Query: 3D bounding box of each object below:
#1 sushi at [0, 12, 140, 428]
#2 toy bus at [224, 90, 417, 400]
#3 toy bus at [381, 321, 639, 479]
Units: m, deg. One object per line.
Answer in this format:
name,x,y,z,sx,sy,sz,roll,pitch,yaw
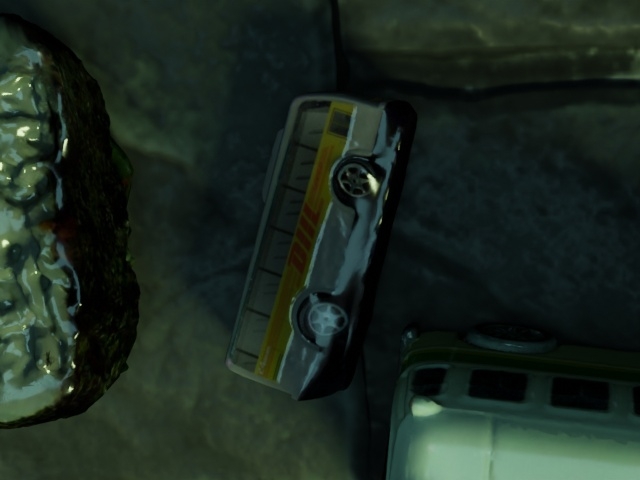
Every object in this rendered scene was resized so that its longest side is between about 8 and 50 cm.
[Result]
sushi,-0.172,-0.009,0.874,0.124,0.127,0.225,-7,91,10
toy bus,0.000,0.000,0.885,0.072,0.057,0.172,17,100,16
toy bus,0.166,0.130,0.820,0.276,0.165,0.133,5,100,9
